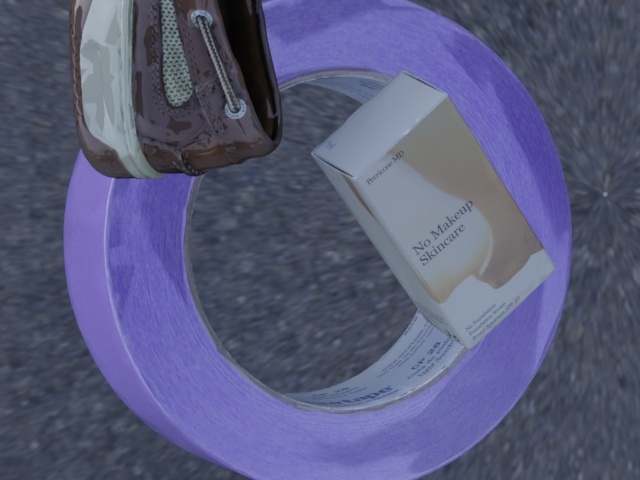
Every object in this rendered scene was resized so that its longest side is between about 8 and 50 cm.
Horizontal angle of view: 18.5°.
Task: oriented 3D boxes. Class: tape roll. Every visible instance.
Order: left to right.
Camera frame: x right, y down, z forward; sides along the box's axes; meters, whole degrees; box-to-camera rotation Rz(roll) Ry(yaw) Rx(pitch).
[{"bbox_3d":[0.000,0.000,1.098,0.275,0.090,0.275,0,91,-22],"label":"tape roll"}]

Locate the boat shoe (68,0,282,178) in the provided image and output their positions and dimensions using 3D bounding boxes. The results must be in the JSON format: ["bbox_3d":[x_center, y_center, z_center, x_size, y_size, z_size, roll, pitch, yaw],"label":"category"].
[{"bbox_3d":[-0.053,-0.155,0.829,0.095,0.095,0.257,0,102,17],"label":"boat shoe"}]

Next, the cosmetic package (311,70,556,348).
[{"bbox_3d":[0.052,-0.013,0.883,0.060,0.041,0.115,-43,125,-9],"label":"cosmetic package"}]
